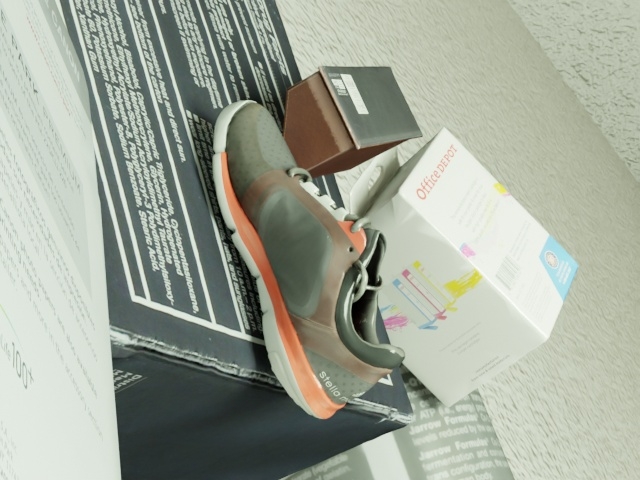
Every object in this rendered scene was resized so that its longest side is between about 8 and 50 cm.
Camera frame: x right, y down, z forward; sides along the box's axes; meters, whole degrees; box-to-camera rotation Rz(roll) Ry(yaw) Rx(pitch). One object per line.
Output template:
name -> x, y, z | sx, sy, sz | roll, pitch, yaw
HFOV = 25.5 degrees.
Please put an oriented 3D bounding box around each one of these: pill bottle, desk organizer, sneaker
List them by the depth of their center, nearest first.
sneaker -> 0.000, 0.000, 0.650 | 0.061, 0.065, 0.158 | 20, 47, -63
desk organizer -> 0.010, -0.064, 0.776 | 0.047, 0.050, 0.130 | 64, 19, 2
pill bottle -> 0.035, 0.138, 0.936 | 0.161, 0.161, 0.283 | 19, 47, -61

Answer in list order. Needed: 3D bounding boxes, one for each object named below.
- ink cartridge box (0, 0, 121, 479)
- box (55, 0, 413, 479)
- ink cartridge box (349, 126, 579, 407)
ink cartridge box -> -0.154, -0.044, 0.368 | 0.309, 0.130, 0.272 | 76, 2, -50
box -> -0.125, -0.024, 0.728 | 0.294, 0.183, 0.296 | 25, 43, -58
ink cartridge box -> 0.071, 0.010, 0.868 | 0.143, 0.090, 0.092 | 45, 36, -5
